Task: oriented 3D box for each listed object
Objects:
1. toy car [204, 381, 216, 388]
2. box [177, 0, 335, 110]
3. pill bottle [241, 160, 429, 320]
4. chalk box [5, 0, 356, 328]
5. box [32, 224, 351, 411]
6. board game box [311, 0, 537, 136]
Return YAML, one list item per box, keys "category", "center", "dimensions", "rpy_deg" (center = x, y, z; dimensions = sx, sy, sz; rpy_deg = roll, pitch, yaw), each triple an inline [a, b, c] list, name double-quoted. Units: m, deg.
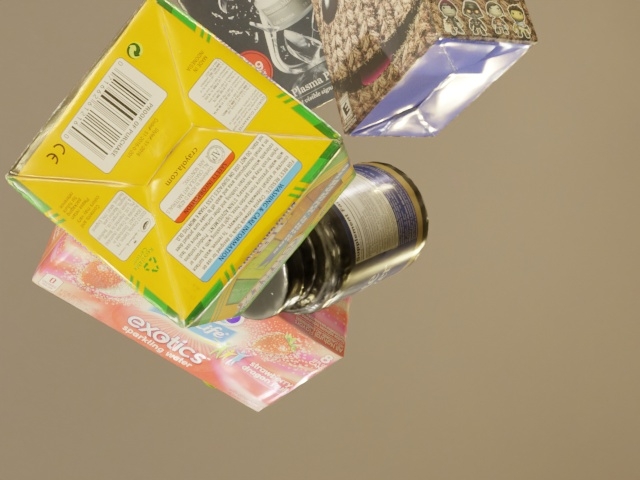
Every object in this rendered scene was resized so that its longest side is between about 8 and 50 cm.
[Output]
- category: "toy car"
  center: [-0.148, 0.112, 1.491]
  dimensions: [0.155, 0.149, 0.188]
  rpy_deg: [-30, -98, -48]
- category: "box"
  center: [-0.028, -0.398, 1.524]
  dimensions: [0.312, 0.343, 0.179]
  rpy_deg: [59, -166, -19]
- category: "pill bottle"
  center: [0.000, 0.000, 0.886]
  dimensions: [0.219, 0.122, 0.123]
  rpy_deg: [-22, -63, -50]
- category: "chalk box"
  center: [-0.068, -0.037, 0.577]
  dimensions: [0.132, 0.132, 0.213]
  rpy_deg: [-51, -6, 2]
- category: "box"
  center: [-0.124, 0.034, 0.987]
  dimensions: [0.300, 0.154, 0.142]
  rpy_deg: [36, -142, -24]
- category: "board game box"
  center: [0.108, -0.308, 1.146]
  dimensions: [0.141, 0.232, 0.291]
  rpy_deg: [-3, -112, -28]
